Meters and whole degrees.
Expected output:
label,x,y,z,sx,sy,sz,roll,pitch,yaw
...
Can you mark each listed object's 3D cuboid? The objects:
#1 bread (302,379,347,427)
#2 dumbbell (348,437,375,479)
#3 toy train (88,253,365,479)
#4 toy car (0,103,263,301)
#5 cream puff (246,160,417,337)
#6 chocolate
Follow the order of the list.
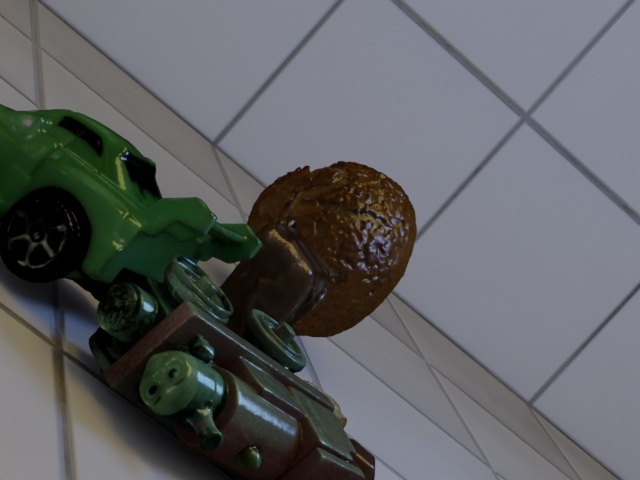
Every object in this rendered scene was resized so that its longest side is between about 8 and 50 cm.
label,x,y,z,sx,sy,sz,roll,pitch,yaw
bread,-0.021,0.210,2.043,0.077,0.070,0.083,48,6,32
dumbbell,0.086,0.322,1.895,0.231,0.092,0.082,41,-21,-3
toy train,-0.097,0.155,1.696,0.304,0.150,0.221,37,15,-46
toy car,-0.258,-0.047,1.810,0.358,0.176,0.213,39,4,25
cream puff,0.000,0.000,2.521,0.212,0.303,0.303,48,4,-23
chocolate,-0.074,0.082,1.931,0.093,0.214,0.148,42,7,4
